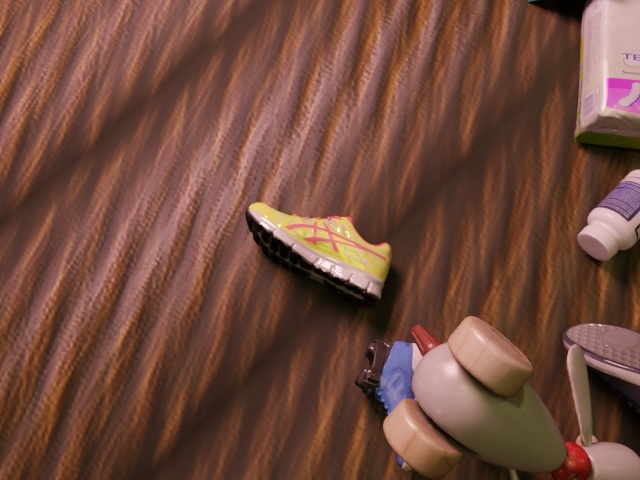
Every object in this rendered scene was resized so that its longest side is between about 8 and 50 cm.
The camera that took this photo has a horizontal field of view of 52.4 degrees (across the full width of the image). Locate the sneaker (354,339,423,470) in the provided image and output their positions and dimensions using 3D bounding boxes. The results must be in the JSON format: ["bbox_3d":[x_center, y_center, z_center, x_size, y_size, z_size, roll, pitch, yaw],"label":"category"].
[{"bbox_3d":[0.080,0.194,0.786,0.084,0.058,0.152,8,68,-2],"label":"sneaker"}]

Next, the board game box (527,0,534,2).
[{"bbox_3d":[0.410,-0.431,0.929,0.210,0.160,0.047,-42,115,-11],"label":"board game box"}]

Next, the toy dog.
[{"bbox_3d":[0.205,0.190,0.724,0.220,0.334,0.161,-34,30,8],"label":"toy dog"}]

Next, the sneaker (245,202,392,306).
[{"bbox_3d":[0.000,0.000,0.849,0.208,0.081,0.094,30,68,4],"label":"sneaker"}]

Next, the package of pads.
[{"bbox_3d":[0.510,-0.235,0.889,0.296,0.101,0.229,8,73,4],"label":"package of pads"}]

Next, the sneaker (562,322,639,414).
[{"bbox_3d":[0.381,0.202,0.763,0.086,0.164,0.226,-22,29,-29],"label":"sneaker"}]

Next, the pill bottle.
[{"bbox_3d":[0.393,-0.030,0.845,0.120,0.067,0.067,-42,76,-11],"label":"pill bottle"}]
